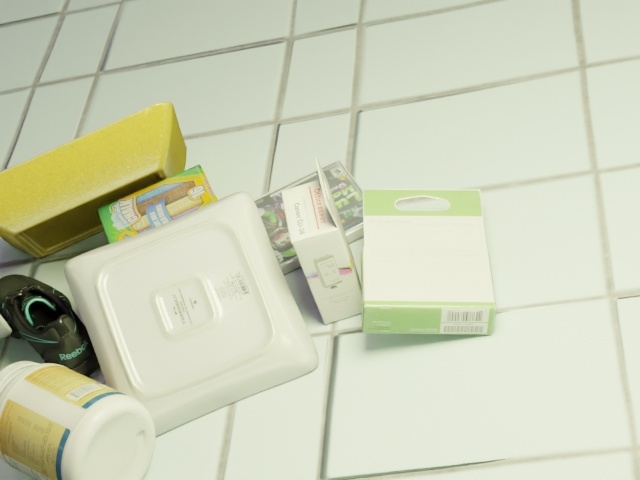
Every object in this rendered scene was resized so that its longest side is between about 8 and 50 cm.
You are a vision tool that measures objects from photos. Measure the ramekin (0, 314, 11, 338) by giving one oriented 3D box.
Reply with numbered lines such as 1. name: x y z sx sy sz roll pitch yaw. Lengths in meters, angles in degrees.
1. ramekin: -0.557 0.053 1.808 0.135 0.277 0.277 -37 42 -13

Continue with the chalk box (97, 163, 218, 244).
1. chalk box: -0.234 0.011 1.907 0.213 0.132 0.132 -23 40 -5

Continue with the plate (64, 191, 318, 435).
1. plate: -0.176 0.093 1.757 0.278 0.045 0.277 -22 70 -4

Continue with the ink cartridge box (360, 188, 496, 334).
1. ink cartridge box: 0.139 0.025 1.767 0.171 0.056 0.235 0 40 1

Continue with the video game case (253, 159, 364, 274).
1. video game case: -0.023 -0.033 1.955 0.190 0.022 0.173 -25 40 -7

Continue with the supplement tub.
1. supplement tub: -0.323 0.239 1.674 0.200 0.144 0.144 18 53 36

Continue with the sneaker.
1. sneaker: -0.401 0.099 1.899 0.101 0.106 0.267 -39 42 -19

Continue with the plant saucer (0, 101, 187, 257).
1. plant saucer: -0.346 -0.071 1.974 0.333 0.333 0.081 -25 83 -5

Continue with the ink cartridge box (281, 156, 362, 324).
1. ink cartridge box: 0.000 0.000 1.770 0.067 0.198 0.115 -17 39 3
